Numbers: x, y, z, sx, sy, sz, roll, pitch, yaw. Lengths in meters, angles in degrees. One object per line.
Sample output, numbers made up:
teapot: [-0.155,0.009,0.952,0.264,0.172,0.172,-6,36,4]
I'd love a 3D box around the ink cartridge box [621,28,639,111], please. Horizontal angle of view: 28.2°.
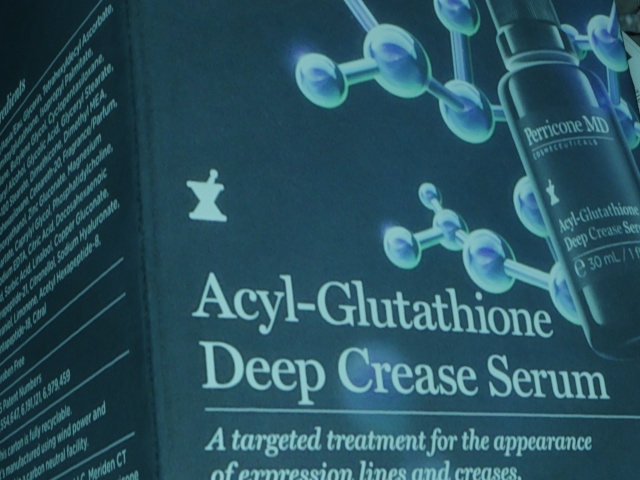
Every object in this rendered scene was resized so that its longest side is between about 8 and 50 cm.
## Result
ink cartridge box: [0.249,0.008,0.841,0.069,0.175,0.371,-38,134,7]

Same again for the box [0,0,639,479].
box: [0.000,0.000,0.652,0.294,0.212,0.395,5,67,-31]
